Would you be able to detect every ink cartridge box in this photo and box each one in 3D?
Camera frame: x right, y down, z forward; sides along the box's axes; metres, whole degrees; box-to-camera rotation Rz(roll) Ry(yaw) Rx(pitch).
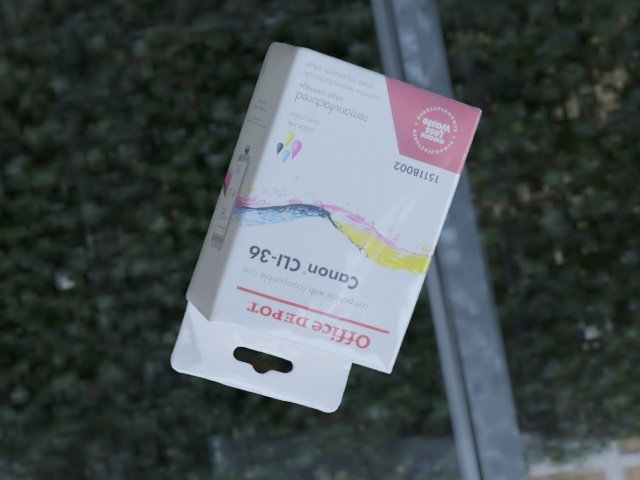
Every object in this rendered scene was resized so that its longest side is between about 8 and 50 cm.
[{"bbox_3d":[0.000,0.000,0.952,0.115,0.198,0.067,17,-175,-18],"label":"ink cartridge box"}]
